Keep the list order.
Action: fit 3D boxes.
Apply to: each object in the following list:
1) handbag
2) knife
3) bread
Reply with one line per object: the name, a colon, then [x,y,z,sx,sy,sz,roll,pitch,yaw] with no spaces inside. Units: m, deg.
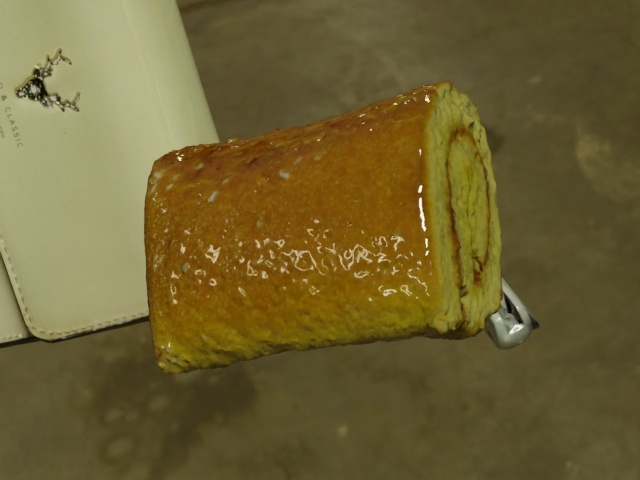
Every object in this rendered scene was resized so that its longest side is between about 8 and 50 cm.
handbag: [-0.202,-0.116,0.979,0.236,0.359,0.160,-12,11,26]
knife: [0.106,-0.012,1.176,0.040,0.073,0.265,-32,54,-2]
bread: [0.000,0.000,0.673,0.172,0.103,0.132,-13,71,30]
